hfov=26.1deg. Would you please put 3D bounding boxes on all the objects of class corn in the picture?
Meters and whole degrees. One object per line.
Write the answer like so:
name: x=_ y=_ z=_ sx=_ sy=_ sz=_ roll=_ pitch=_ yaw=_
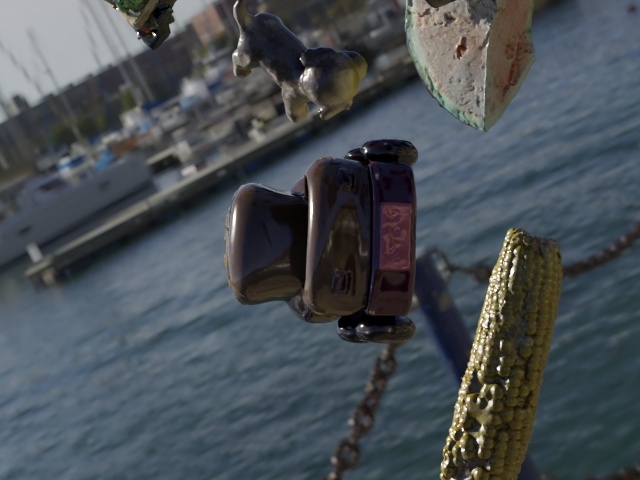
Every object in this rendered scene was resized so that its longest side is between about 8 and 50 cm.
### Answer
corn: x=0.205 y=0.145 z=1.539 sx=0.097 sy=0.319 sz=0.097 roll=12 pitch=9 yaw=-2

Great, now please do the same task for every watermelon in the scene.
watermelon: x=0.254 y=-0.339 z=2.246 sx=0.224 sy=0.305 sz=0.180 roll=-3 pitch=17 yaw=-7

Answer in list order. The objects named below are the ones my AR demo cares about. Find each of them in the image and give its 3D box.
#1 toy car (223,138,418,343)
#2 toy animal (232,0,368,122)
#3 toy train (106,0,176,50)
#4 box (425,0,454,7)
toy car: x=0.000 y=0.000 z=1.840 sx=0.240 sy=0.271 sz=0.341 roll=2 pitch=-5 yaw=-9
toy animal: x=-0.034 y=-0.274 z=2.137 sx=0.121 sy=0.233 sz=0.168 roll=-52 pitch=-11 yaw=-12
toy train: x=-0.193 y=-0.236 z=1.060 sx=0.053 sy=0.249 sz=0.085 roll=-50 pitch=-32 yaw=9
box: x=0.059 y=-0.396 z=1.387 sx=0.073 sy=0.289 sz=0.290 roll=-21 pitch=-16 yaw=16
